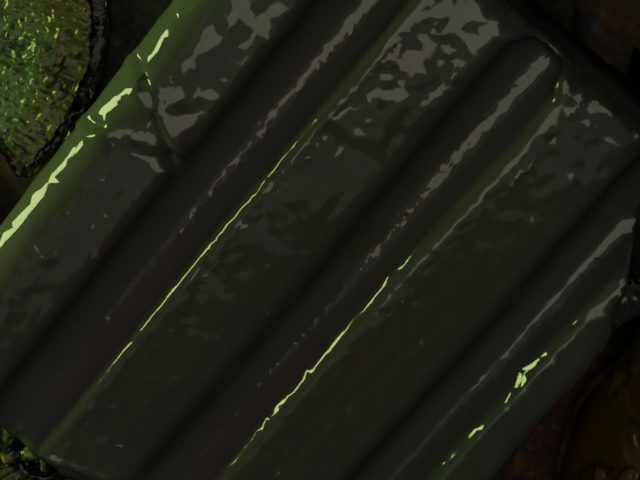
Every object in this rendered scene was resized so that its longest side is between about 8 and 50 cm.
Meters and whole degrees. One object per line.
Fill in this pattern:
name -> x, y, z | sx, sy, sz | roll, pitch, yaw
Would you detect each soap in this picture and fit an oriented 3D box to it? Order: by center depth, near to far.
soap -> 0.000, 0.000, 0.883 | 0.350, 0.213, 0.435 | 36, 106, -5

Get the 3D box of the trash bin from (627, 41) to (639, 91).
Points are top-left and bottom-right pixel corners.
trash bin -> 0.292, -0.105, 0.949 | 0.130, 0.116, 0.059 | 7, 107, 5

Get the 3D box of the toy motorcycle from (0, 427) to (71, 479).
toy motorcycle -> -0.249, 0.168, 1.057 | 0.124, 0.061, 0.193 | 43, 106, -6

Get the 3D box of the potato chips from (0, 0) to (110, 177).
potato chips -> -0.278, -0.163, 1.050 | 0.220, 0.029, 0.202 | 13, 96, 2

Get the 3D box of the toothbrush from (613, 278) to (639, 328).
toothbrush -> 0.055, 0.095, 1.033 | 0.413, 0.042, 0.035 | -15, 103, 8

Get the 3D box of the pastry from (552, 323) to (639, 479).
pastry -> 0.315, 0.161, 0.951 | 0.255, 0.162, 0.311 | 32, 96, 3
